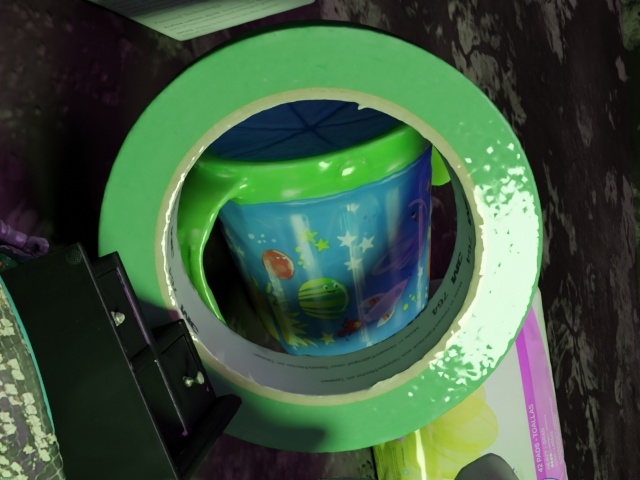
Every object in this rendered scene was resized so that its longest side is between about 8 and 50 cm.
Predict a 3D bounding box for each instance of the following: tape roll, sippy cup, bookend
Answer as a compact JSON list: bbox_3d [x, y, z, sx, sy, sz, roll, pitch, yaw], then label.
[{"bbox_3d":[0.000,0.000,0.695,0.077,0.321,0.321,-99,172,-74],"label":"tape roll"},{"bbox_3d":[0.006,-0.020,0.870,0.240,0.305,0.224,-117,-166,-62],"label":"sippy cup"},{"bbox_3d":[-0.128,0.074,0.604,0.157,0.072,0.156,-44,113,-78],"label":"bookend"}]

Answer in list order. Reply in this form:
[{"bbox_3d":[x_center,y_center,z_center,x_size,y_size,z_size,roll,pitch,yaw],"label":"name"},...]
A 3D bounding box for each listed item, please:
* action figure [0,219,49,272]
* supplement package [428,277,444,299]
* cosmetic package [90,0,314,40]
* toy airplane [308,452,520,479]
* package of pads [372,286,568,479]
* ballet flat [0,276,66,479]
[{"bbox_3d":[-0.214,0.034,0.614,0.232,0.063,0.137,52,29,-47],"label":"action figure"},{"bbox_3d":[0.210,0.099,1.285,0.179,0.105,0.105,-3,85,-60],"label":"supplement package"},{"bbox_3d":[-0.116,-0.275,0.767,0.184,0.151,0.151,11,73,-59],"label":"cosmetic package"},{"bbox_3d":[0.021,0.309,0.748,0.384,0.272,0.386,-4,120,-48],"label":"toy airplane"},{"bbox_3d":[0.169,0.211,1.104,0.229,0.101,0.296,-13,95,-26],"label":"package of pads"},{"bbox_3d":[-0.209,0.188,0.477,0.182,0.164,0.482,-50,130,-69],"label":"ballet flat"}]
